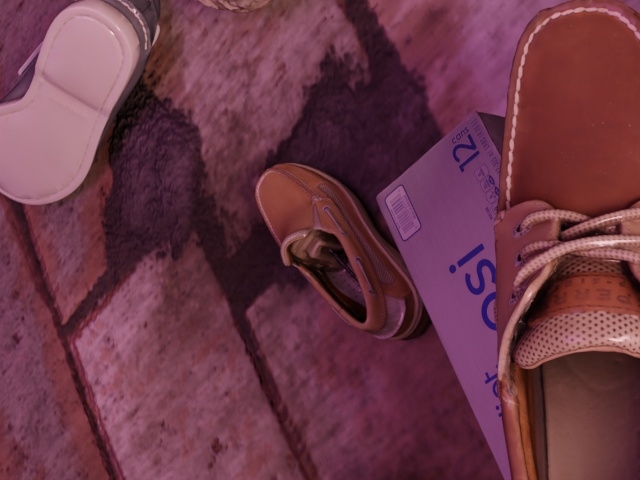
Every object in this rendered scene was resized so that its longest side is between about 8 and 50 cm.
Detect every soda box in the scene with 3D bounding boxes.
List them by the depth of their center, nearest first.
[{"bbox_3d":[0.141,0.071,0.548,0.091,0.098,0.286,-41,60,35],"label":"soda box"}]

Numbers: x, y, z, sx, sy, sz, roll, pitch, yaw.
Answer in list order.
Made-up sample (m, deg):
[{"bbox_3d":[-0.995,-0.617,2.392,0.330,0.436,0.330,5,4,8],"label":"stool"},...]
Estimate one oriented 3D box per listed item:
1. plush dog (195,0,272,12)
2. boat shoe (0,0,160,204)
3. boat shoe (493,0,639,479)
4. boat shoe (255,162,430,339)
[{"bbox_3d":[-0.078,-0.285,0.755,0.262,0.211,0.225,11,123,48],"label":"plush dog"},{"bbox_3d":[-0.249,-0.143,0.999,0.319,0.116,0.099,-41,17,45],"label":"boat shoe"},{"bbox_3d":[0.131,0.034,0.426,0.123,0.116,0.324,-12,70,21],"label":"boat shoe"},{"bbox_3d":[0.000,0.000,0.719,0.190,0.072,0.068,42,118,40],"label":"boat shoe"}]
